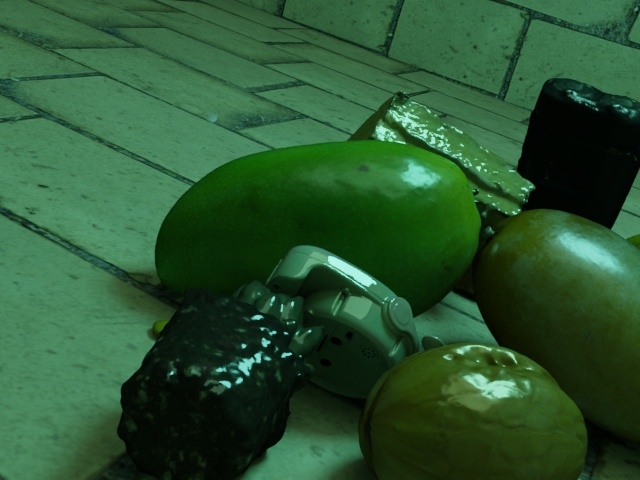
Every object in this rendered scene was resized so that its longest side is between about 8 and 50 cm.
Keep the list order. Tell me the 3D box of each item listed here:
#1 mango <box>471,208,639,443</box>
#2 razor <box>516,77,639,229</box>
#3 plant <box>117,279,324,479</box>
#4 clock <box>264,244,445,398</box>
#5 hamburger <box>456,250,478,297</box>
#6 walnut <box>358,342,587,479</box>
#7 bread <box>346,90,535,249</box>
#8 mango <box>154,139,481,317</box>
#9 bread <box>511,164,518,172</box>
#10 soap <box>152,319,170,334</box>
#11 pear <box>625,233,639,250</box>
[{"bbox_3d":[0.338,0.112,0.912,0.384,0.199,0.221,36,2,6],"label":"mango"},{"bbox_3d":[0.396,-0.088,1.275,0.189,0.326,0.107,29,31,27],"label":"razor"},{"bbox_3d":[-0.082,0.119,0.678,0.129,0.132,0.194,26,26,10],"label":"plant"},{"bbox_3d":[0.026,0.097,0.795,0.191,0.151,0.062,29,48,2],"label":"clock"},{"bbox_3d":[0.274,0.045,1.163,0.176,0.102,0.087,17,34,-1],"label":"hamburger"},{"bbox_3d":[0.134,0.169,0.692,0.207,0.159,0.159,5,25,-17],"label":"walnut"},{"bbox_3d":[0.135,-0.068,1.099,0.239,0.246,0.111,27,63,-11],"label":"bread"},{"bbox_3d":[0.000,0.000,0.919,0.382,0.225,0.201,-7,22,-8],"label":"mango"},{"bbox_3d":[0.478,-0.112,1.648,0.148,0.133,0.141,16,23,30],"label":"bread"},{"bbox_3d":[-0.134,0.098,0.839,0.089,0.012,0.034,10,22,-18],"label":"soap"},{"bbox_3d":[0.496,0.070,1.200,0.149,0.162,0.149,23,12,-5],"label":"pear"}]
